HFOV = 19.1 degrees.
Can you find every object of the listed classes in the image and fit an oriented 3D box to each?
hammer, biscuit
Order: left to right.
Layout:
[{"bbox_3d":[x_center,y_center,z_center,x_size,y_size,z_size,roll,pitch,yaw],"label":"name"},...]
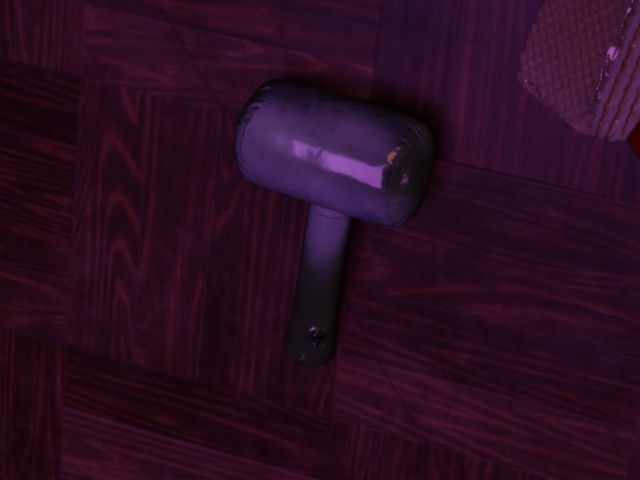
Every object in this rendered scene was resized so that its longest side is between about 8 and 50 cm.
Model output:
[{"bbox_3d":[0.000,0.000,2.006,0.206,0.119,0.335,18,123,16],"label":"hammer"},{"bbox_3d":[0.301,-0.306,1.729,0.144,0.078,0.426,49,126,47],"label":"biscuit"}]

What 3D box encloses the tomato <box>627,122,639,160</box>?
[{"bbox_3d":[0.364,-0.130,1.801,0.199,0.112,0.228,-19,100,29],"label":"tomato"}]
